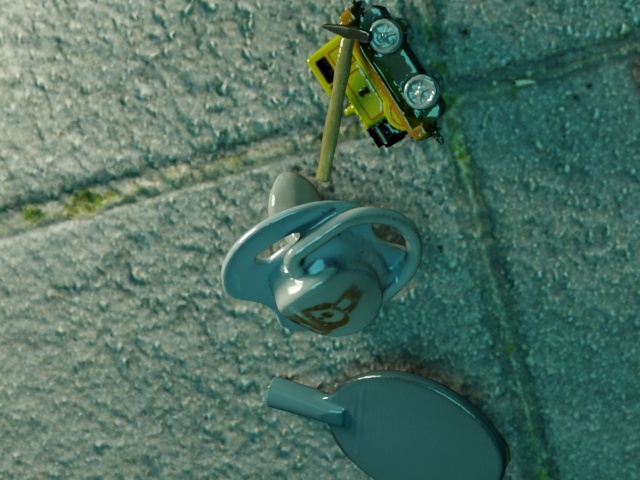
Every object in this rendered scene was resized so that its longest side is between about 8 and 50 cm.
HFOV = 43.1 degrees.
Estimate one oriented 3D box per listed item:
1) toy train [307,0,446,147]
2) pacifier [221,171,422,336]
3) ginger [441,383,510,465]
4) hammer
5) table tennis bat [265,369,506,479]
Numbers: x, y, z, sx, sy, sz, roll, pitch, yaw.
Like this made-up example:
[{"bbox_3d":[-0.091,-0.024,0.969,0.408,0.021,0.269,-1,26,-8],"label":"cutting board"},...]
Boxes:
[{"bbox_3d":[0.073,-0.199,1.004,0.127,0.089,0.219,-31,97,22],"label":"toy train"},{"bbox_3d":[0.000,0.000,1.010,0.227,0.279,0.207,-34,53,13],"label":"pacifier"},{"bbox_3d":[0.186,0.242,1.080,0.173,0.069,0.051,37,121,2],"label":"ginger"},{"bbox_3d":[0.015,-0.165,0.989,0.062,0.013,0.199,20,119,17],"label":"hammer"},{"bbox_3d":[0.082,0.249,1.071,0.328,0.044,0.215,16,128,18],"label":"table tennis bat"}]
